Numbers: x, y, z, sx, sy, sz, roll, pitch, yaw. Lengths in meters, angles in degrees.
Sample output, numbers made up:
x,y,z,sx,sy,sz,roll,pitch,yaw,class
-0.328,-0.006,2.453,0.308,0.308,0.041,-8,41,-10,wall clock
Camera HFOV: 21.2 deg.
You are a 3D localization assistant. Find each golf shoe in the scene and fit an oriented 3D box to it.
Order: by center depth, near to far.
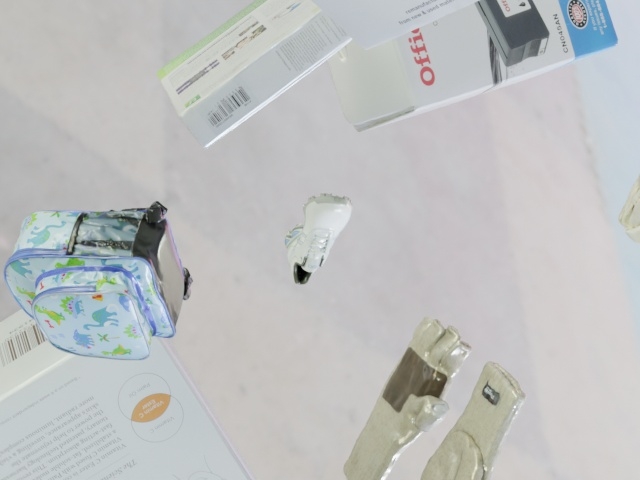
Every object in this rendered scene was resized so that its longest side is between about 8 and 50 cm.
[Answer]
x,y,z,sx,sy,sz,roll,pitch,yaw,class
0.000,0.000,2.352,0.069,0.176,0.086,9,61,-13,golf shoe

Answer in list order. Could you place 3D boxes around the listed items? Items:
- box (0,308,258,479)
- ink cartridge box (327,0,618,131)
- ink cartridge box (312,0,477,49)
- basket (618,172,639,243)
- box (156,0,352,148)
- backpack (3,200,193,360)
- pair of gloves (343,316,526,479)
x,y,z,sx,sy,sz,roll,pitch,yaw,class
-0.190,0.224,1.640,0.345,0.215,0.168,61,-5,-24,box
0.196,-0.347,2.438,0.395,0.166,0.285,-20,93,-32,ink cartridge box
0.037,-0.324,1.293,0.270,0.197,0.198,41,57,-23,ink cartridge box
0.474,-0.108,1.420,0.328,0.331,0.266,30,44,5,basket
-0.083,-0.230,2.108,0.058,0.232,0.322,53,1,-19,box
-0.160,0.029,1.191,0.105,0.114,0.084,76,24,-50,backpack
0.116,0.196,1.719,0.042,0.204,0.240,22,7,-27,pair of gloves
